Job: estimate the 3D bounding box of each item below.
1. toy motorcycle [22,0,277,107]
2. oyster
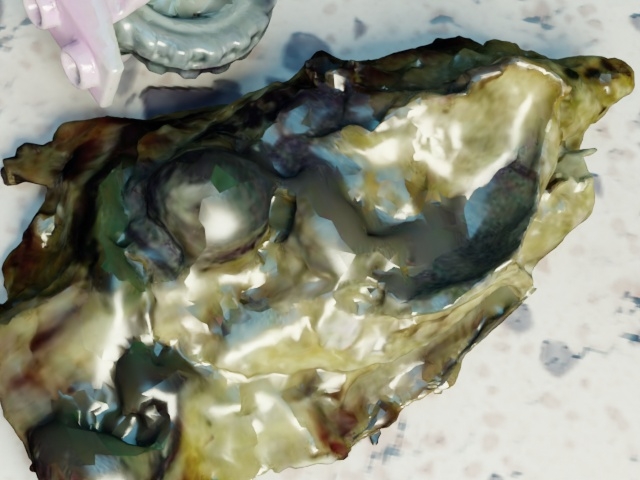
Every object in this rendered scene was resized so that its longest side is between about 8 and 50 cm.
[{"bbox_3d":[-0.168,-0.209,0.713,0.188,0.143,0.327,-27,79,-25],"label":"toy motorcycle"},{"bbox_3d":[0.011,-0.001,0.656,0.361,0.096,0.221,-15,72,-11],"label":"oyster"}]
